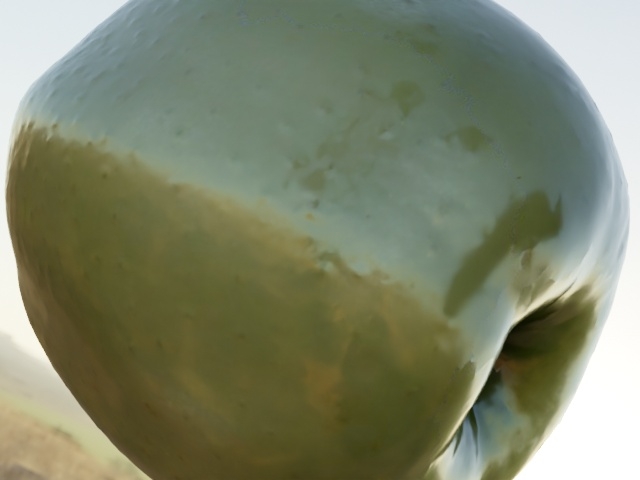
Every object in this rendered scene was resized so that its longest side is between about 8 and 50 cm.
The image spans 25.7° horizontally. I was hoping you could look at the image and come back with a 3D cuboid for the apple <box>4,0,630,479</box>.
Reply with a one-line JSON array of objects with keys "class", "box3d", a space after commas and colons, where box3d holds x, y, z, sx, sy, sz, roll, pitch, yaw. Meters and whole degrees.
[{"class": "apple", "box3d": [0.000, 0.000, 0.822, 0.357, 0.357, 0.357, 25, -9, 5]}]
